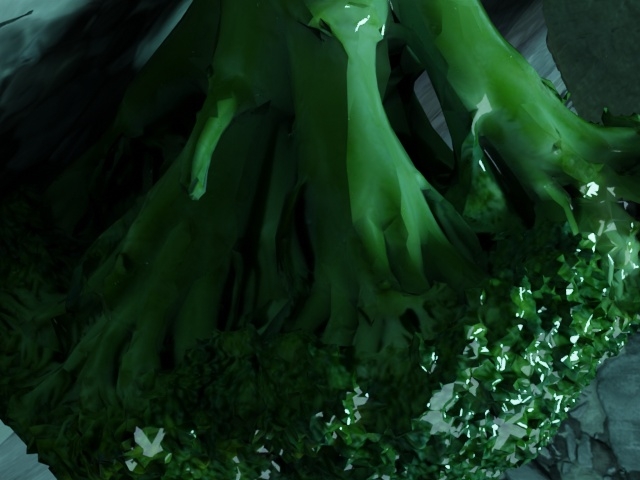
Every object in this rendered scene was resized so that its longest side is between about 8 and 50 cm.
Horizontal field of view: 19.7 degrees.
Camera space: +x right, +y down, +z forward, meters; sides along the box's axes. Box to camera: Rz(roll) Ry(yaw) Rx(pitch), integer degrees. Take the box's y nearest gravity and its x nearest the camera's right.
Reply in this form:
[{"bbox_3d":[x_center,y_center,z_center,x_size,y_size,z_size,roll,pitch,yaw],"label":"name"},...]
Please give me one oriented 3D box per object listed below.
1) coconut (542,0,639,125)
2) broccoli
[{"bbox_3d":[0.283,-0.123,1.130,0.297,0.297,0.309,-48,172,15],"label":"coconut"},{"bbox_3d":[0.000,0.000,0.675,0.261,0.269,0.241,-18,124,-25],"label":"broccoli"}]
